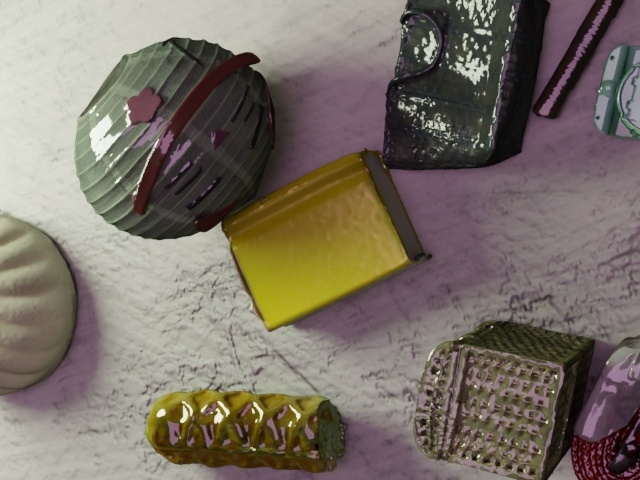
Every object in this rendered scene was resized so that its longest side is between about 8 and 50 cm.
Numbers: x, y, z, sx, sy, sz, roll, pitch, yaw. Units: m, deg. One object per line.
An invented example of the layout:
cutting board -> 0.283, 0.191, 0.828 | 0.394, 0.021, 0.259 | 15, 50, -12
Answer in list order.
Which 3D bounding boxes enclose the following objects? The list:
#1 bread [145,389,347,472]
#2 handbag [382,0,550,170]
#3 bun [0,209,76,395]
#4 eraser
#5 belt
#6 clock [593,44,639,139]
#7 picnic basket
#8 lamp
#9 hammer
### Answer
bread -> -0.103, 0.242, 1.373 | 0.269, 0.098, 0.087 | -2, 51, 23
handbag -> 0.159, -0.201, 1.243 | 0.175, 0.089, 0.270 | 16, 102, 31
bun -> -0.485, 0.094, 1.478 | 0.263, 0.175, 0.263 | 2, 96, 22
eraser -> 0.000, 0.000, 1.324 | 0.226, 0.069, 0.158 | -27, 85, 21
belt -> 0.349, 0.192, 1.161 | 0.128, 0.124, 0.201 | 27, 104, 17
clock -> 0.371, -0.155, 1.173 | 0.135, 0.041, 0.101 | 13, 98, 21
picnic basket -> 0.199, 0.166, 1.182 | 0.154, 0.196, 0.134 | 13, 99, 22
lamp -> -0.170, -0.121, 1.308 | 0.233, 0.233, 0.265 | 34, 91, 17
hammer -> 0.321, -0.267, 1.196 | 0.125, 0.027, 0.297 | 31, 105, 17
